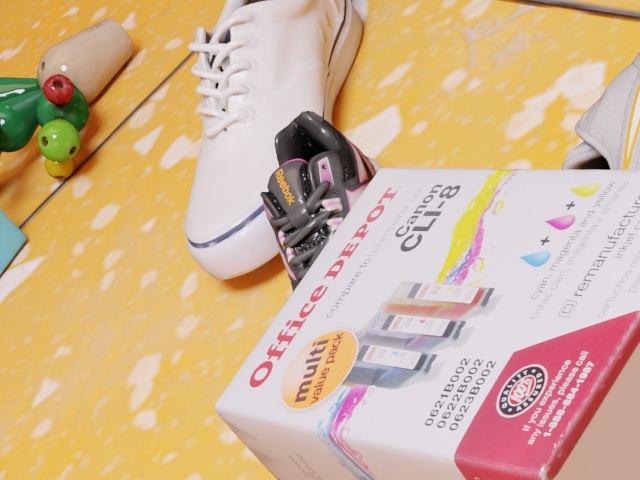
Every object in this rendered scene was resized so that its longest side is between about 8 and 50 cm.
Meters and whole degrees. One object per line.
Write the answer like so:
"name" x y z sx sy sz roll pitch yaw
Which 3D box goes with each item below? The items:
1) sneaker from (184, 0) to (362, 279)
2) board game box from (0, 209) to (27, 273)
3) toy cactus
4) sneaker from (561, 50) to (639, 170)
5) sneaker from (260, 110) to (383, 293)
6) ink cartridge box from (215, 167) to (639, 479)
"sneaker" -0.043 -0.085 0.979 0.094 0.091 0.258 -24 33 27
"board game box" -0.381 0.104 1.133 0.253 0.079 0.336 -5 45 47
"toy cactus" -0.218 -0.105 1.225 0.180 0.112 0.219 -43 19 -25
"sneaker" 0.160 -0.069 0.722 0.121 0.099 0.262 -24 31 35
"sneaker" 0.000 0.000 0.828 0.072 0.077 0.178 -34 30 13
"ink cartridge box" 0.078 0.060 0.602 0.176 0.127 0.128 3 51 52
